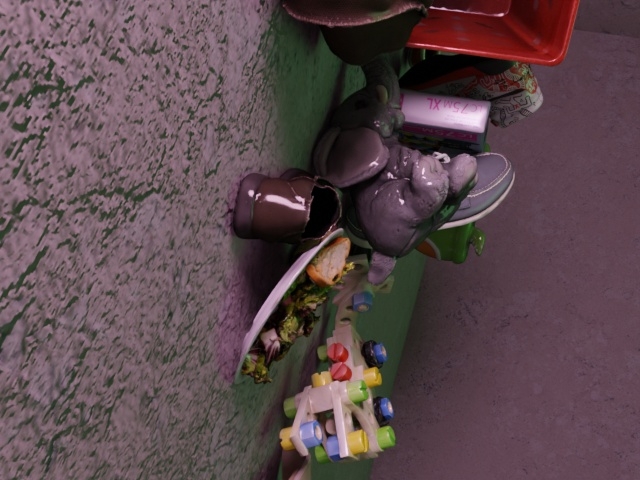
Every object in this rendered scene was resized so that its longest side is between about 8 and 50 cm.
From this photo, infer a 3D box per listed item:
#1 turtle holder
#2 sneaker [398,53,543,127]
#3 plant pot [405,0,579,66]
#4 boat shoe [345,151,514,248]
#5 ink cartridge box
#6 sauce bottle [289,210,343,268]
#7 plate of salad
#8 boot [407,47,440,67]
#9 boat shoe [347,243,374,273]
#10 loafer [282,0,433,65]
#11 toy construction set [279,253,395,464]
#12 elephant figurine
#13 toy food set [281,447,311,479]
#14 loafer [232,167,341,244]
[{"bbox_3d":[0.295,-0.113,1.496,0.243,0.227,0.321,-43,143,-65],"label":"turtle holder"},{"bbox_3d":[0.258,-0.257,1.117,0.145,0.270,0.090,47,65,-26],"label":"sneaker"},{"bbox_3d":[0.224,-0.417,0.915,0.236,0.267,0.268,-72,170,-67],"label":"plant pot"},{"bbox_3d":[0.188,-0.086,1.031,0.099,0.319,0.116,86,-23,-48],"label":"boat shoe"},{"bbox_3d":[0.204,-0.191,1.144,0.311,0.185,0.065,19,83,-76],"label":"ink cartridge box"},{"bbox_3d":[0.000,0.000,0.809,0.128,0.042,0.042,-58,156,-49],"label":"sauce bottle"},{"bbox_3d":[-0.024,0.076,0.676,0.200,0.048,0.200,-55,171,-12],"label":"plate of salad"},{"bbox_3d":[0.212,-0.400,1.200,0.085,0.059,0.158,-109,-154,-71],"label":"boot"},{"bbox_3d":[0.070,0.055,1.129,0.040,0.049,0.142,-43,146,-65],"label":"boat shoe"},{"bbox_3d":[0.058,-0.236,0.631,0.366,0.133,0.130,-50,150,-61],"label":"loafer"},{"bbox_3d":[0.038,0.191,0.959,0.215,0.151,0.328,51,41,-42],"label":"toy construction set"},{"bbox_3d":[0.067,-0.109,0.805,0.186,0.239,0.169,-37,162,-29],"label":"elephant figurine"},{"bbox_3d":[-0.082,0.430,0.826,0.306,0.092,0.220,-27,117,-74],"label":"toy food set"},{"bbox_3d":[-0.016,-0.026,0.645,0.220,0.078,0.080,-27,129,-72],"label":"loafer"}]
